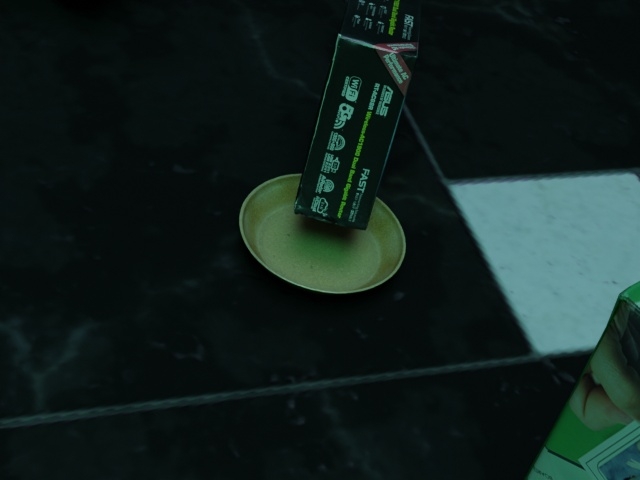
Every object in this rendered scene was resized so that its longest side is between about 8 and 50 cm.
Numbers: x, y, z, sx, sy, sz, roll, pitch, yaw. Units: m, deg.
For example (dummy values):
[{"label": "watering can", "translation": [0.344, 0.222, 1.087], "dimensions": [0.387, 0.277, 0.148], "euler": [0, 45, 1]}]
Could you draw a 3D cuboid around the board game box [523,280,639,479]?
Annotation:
[{"label": "board game box", "translation": [0.172, 0.179, 0.337], "dimensions": [0.046, 0.213, 0.317], "euler": [-25, 57, -35]}]

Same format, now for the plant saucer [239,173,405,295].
[{"label": "plant saucer", "translation": [0.000, 0.000, 0.614], "dimensions": [0.083, 0.015, 0.083], "euler": [9, 43, -8]}]

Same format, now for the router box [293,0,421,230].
[{"label": "router box", "translation": [0.021, -0.074, 0.620], "dimensions": [0.038, 0.092, 0.122], "euler": [15, 28, -1]}]
